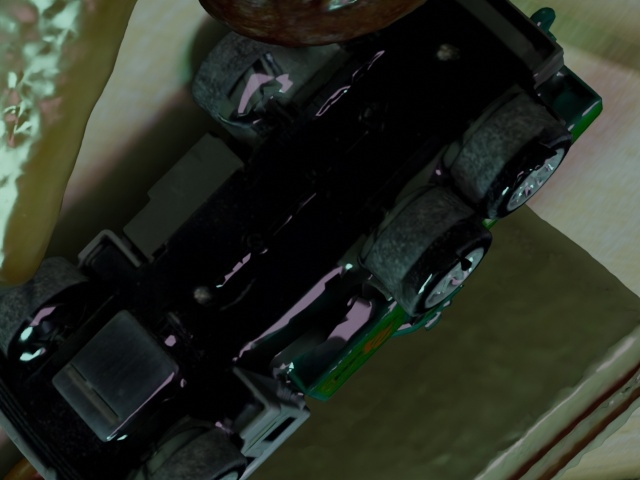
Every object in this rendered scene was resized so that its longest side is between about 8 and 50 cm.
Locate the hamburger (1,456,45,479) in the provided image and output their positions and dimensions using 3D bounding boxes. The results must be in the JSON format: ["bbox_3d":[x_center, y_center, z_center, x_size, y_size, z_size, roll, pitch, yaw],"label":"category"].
[{"bbox_3d":[-0.130,0.181,0.913,0.162,0.115,0.162,-29,146,-21],"label":"hamburger"}]

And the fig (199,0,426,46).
[{"bbox_3d":[0.051,-0.194,0.613,0.274,0.146,0.170,-30,151,4],"label":"fig"}]

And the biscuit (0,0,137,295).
[{"bbox_3d":[-0.175,-0.098,0.514,0.236,0.062,0.291,3,128,-32],"label":"biscuit"}]

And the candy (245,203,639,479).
[{"bbox_3d":[0.067,0.120,1.015,0.320,0.179,0.135,-42,151,-4],"label":"candy"}]

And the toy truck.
[{"bbox_3d":[-0.003,0.000,0.793,0.363,0.176,0.178,-44,163,-2],"label":"toy truck"}]
